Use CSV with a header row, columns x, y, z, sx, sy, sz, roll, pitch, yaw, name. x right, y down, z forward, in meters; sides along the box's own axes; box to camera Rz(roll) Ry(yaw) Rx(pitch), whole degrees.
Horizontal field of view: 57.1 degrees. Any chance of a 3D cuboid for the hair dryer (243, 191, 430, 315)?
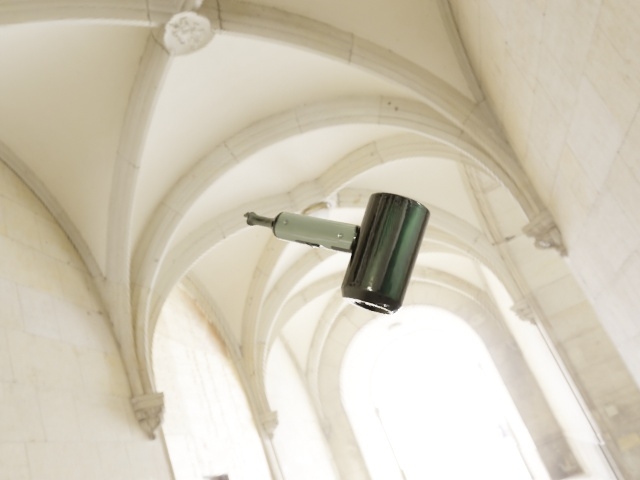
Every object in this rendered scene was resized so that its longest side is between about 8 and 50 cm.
x,y,z,sx,sy,sz,roll,pitch,yaw,name
0.000,0.000,0.555,0.197,0.101,0.057,13,-15,34,hair dryer
